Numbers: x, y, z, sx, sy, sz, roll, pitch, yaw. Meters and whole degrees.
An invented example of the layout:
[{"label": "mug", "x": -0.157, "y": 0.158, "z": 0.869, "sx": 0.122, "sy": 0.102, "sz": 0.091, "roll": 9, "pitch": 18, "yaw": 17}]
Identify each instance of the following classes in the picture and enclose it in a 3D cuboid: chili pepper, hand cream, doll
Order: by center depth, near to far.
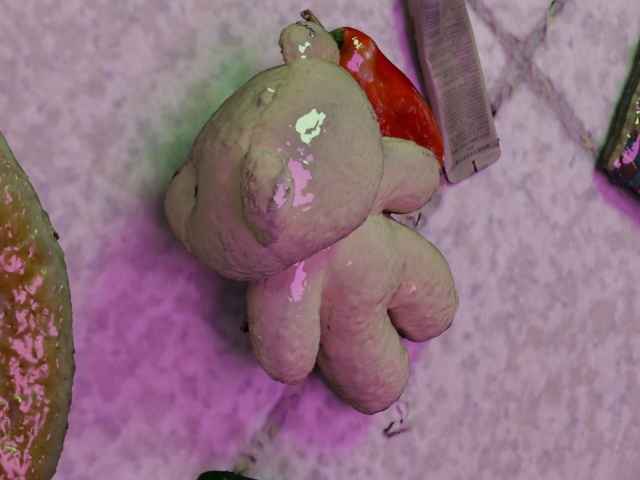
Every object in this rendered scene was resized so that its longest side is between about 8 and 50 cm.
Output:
[{"label": "doll", "x": -0.003, "y": 0.003, "z": 1.034, "sx": 0.175, "sy": 0.149, "sz": 0.278, "roll": -82, "pitch": 151, "yaw": -41}, {"label": "chili pepper", "x": 0.036, "y": -0.101, "z": 1.085, "sx": 0.191, "sy": 0.050, "sz": 0.059, "roll": 48, "pitch": 62, "yaw": -39}, {"label": "hand cream", "x": 0.095, "y": -0.126, "z": 1.141, "sx": 0.057, "sy": 0.037, "sz": 0.165, "roll": -28, "pitch": 114, "yaw": -31}]

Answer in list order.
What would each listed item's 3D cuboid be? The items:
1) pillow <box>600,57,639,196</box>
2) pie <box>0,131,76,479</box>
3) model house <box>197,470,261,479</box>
[{"label": "pillow", "x": 0.331, "y": -0.130, "z": 1.300, "sx": 0.189, "sy": 0.034, "sz": 0.255, "roll": 27, "pitch": 75, "yaw": -34}, {"label": "pie", "x": -0.271, "y": 0.070, "z": 0.869, "sx": 0.323, "sy": 0.070, "sz": 0.323, "roll": -4, "pitch": 97, "yaw": -36}, {"label": "model house", "x": -0.003, "y": 0.208, "z": 0.999, "sx": 0.088, "sy": 0.167, "sz": 0.117, "roll": 5, "pitch": 84, "yaw": -38}]
